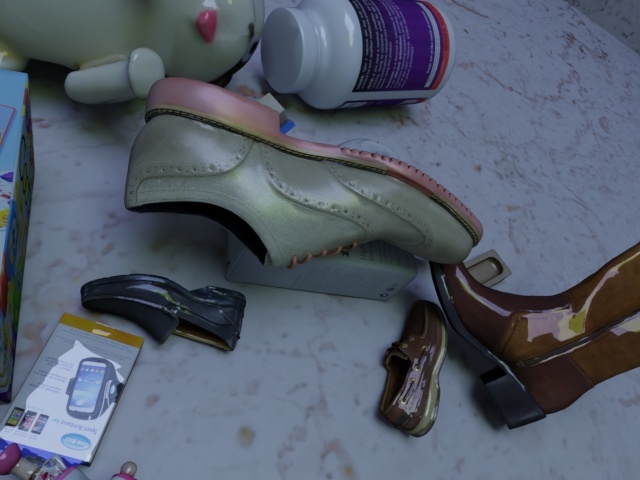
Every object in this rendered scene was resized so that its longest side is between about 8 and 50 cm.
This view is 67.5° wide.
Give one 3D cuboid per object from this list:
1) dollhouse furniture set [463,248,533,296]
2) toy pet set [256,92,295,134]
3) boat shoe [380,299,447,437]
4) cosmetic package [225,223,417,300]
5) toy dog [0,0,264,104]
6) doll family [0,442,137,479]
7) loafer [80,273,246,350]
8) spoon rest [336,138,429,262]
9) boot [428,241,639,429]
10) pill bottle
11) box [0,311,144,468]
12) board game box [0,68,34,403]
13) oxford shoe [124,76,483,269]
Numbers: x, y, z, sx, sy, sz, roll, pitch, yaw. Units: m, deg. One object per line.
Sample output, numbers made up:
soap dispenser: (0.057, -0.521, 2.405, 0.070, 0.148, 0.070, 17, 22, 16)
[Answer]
dollhouse furniture set: (0.304, 0.065, 0.708, 0.144, 0.123, 0.151, -19, 68, -36)
toy pet set: (-0.105, -0.167, 0.717, 0.114, 0.065, 0.122, -39, 75, -5)
boat shoe: (0.114, 0.145, 0.592, 0.060, 0.064, 0.178, 26, 52, -11)
cosmetic package: (0.000, 0.000, 0.623, 0.231, 0.085, 0.117, 9, 54, -23)
toy dog: (-0.270, -0.306, 0.610, 0.407, 0.285, 0.395, -1, 22, -26)
doll family: (-0.213, 0.278, 0.311, 0.163, 0.118, 0.263, 27, 34, 4)
loafer: (-0.161, 0.077, 0.500, 0.170, 0.062, 0.061, 10, 59, -20)
spoon rest: (0.114, -0.065, 0.745, 0.137, 0.084, 0.276, -13, 51, -35)
boot: (0.303, 0.067, 0.600, 0.264, 0.280, 0.096, 62, 8, 11)
pill bottle: (0.067, -0.322, 0.820, 0.323, 0.181, 0.181, -14, 65, -35)
box: (-0.228, 0.142, 0.440, 0.081, 0.028, 0.136, 22, 53, -12)
board game box: (-0.339, -0.009, 0.411, 0.144, 0.142, 0.275, 3, 57, -26)
oxford shoe: (-0.007, -0.027, 0.523, 0.397, 0.140, 0.147, 18, 75, -13)
